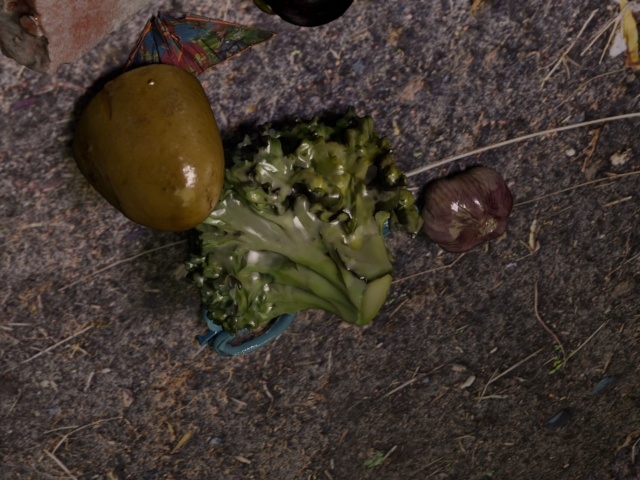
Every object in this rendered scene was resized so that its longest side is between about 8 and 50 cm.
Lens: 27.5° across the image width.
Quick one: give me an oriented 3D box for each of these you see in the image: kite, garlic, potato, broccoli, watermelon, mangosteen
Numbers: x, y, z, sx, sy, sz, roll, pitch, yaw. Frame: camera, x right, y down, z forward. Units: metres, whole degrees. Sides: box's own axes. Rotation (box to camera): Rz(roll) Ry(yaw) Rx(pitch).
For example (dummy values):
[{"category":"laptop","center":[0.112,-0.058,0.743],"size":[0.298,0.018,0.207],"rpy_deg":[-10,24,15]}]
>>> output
[{"category":"kite","center":[-0.158,-0.212,1.550],"size":[0.241,0.014,0.183],"rpy_deg":[-26,147,-11]},{"category":"garlic","center":[0.228,-0.043,1.994],"size":[0.159,0.102,0.147],"rpy_deg":[6,129,-41]},{"category":"potato","center":[-0.185,-0.088,1.550],"size":[0.178,0.158,0.203],"rpy_deg":[-3,138,-42]},{"category":"broccoli","center":[-0.019,-0.014,1.740],"size":[0.324,0.272,0.334],"rpy_deg":[-54,167,-58]},{"category":"watermelon","center":[-0.285,-0.297,1.249],"size":[0.232,0.193,0.310],"rpy_deg":[-61,154,8]},{"category":"mangosteen","center":[-0.029,-0.298,1.456],"size":[0.151,0.137,0.137],"rpy_deg":[-10,160,34]}]

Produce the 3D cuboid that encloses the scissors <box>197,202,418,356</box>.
[{"category":"scissors","center":[-0.016,0.056,1.992],"size":[0.393,0.032,0.180],"rpy_deg":[-32,147,0]}]

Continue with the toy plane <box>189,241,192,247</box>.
[{"category":"toy plane","center":[-0.159,0.007,1.802],"size":[0.031,0.049,0.120],"rpy_deg":[-17,127,-22]}]
